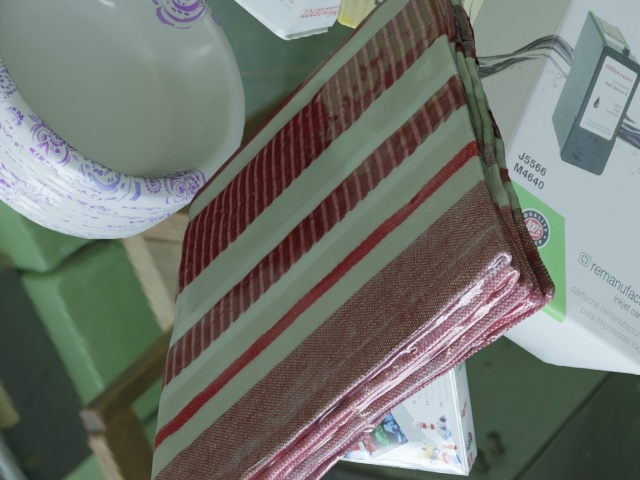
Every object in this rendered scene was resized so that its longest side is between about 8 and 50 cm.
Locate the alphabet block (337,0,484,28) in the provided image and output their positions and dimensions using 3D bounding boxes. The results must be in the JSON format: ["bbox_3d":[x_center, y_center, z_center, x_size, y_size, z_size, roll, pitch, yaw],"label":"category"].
[{"bbox_3d":[0.162,-0.427,1.956,0.193,0.192,0.197,24,124,17],"label":"alphabet block"}]

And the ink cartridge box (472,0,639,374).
[{"bbox_3d":[0.191,-0.066,0.924,0.198,0.272,0.115,32,164,-27],"label":"ink cartridge box"}]

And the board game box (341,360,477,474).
[{"bbox_3d":[0.093,0.169,1.634,0.193,0.053,0.305,3,122,23],"label":"board game box"}]

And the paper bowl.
[{"bbox_3d":[-0.217,-0.136,1.096,0.148,0.284,0.284,-29,98,41],"label":"paper bowl"}]

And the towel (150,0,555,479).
[{"bbox_3d":[0.000,0.000,0.649,0.037,0.329,0.237,37,115,-22],"label":"towel"}]

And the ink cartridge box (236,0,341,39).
[{"bbox_3d":[0.019,-0.543,2.061,0.160,0.279,0.384,37,110,7],"label":"ink cartridge box"}]
